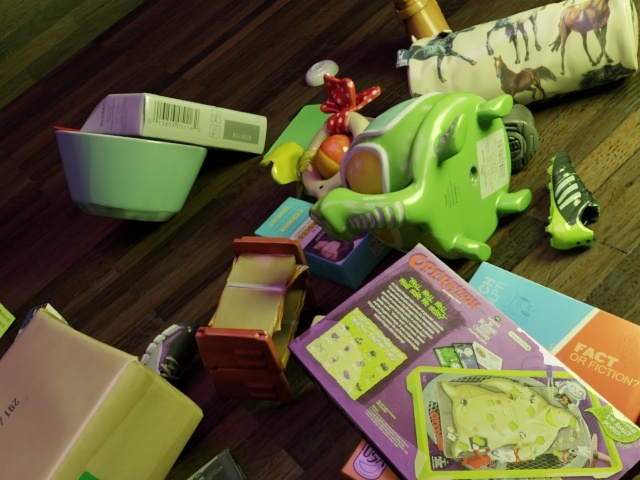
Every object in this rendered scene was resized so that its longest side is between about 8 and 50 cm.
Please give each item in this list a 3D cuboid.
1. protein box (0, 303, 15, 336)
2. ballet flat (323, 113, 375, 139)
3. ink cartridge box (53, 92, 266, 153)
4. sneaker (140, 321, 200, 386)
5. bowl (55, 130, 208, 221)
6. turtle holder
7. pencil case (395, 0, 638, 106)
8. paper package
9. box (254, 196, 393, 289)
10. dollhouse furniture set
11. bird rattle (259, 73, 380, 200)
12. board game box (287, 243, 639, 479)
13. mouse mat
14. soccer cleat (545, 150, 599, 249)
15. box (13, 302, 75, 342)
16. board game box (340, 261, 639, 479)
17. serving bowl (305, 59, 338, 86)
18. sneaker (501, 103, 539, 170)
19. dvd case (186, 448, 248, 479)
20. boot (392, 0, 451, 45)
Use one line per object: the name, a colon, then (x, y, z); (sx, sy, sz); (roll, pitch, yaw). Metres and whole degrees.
protein box: (-0.781, 0.172, 1.674); (0.135, 0.200, 0.201); (-4, 43, 35)
ballet flat: (0.103, -0.199, 1.556); (0.079, 0.077, 0.221); (-30, 34, -30)
ink cartridge box: (-0.355, -0.257, 1.798); (0.385, 0.308, 0.091); (12, 97, 45)
sneaker: (-0.246, 0.241, 1.279); (0.229, 0.086, 0.132); (-48, 41, -4)
bowl: (-0.395, -0.129, 1.705); (0.311, 0.311, 0.163); (10, 94, 45)
turtle holder: (0.142, -0.074, 1.205); (0.227, 0.243, 0.320); (6, 54, 39)
pencil case: (0.342, -0.320, 1.408); (0.410, 0.184, 0.160); (-13, -3, 28)
paper package: (-0.366, 0.291, 1.126); (0.309, 0.168, 0.325); (12, 62, 47)
box: (0.000, 0.000, 1.388); (0.100, 0.060, 0.244); (-47, 36, -20)
dollhouse furniture set: (0.030, 0.121, 1.175); (0.373, 0.152, 0.201); (2, 44, 17)
bird rattle: (0.032, -0.163, 1.464); (0.253, 0.143, 0.207); (-44, 41, 11)
board game box: (0.146, 0.168, 0.875); (0.208, 0.056, 0.347); (-38, 53, -11)
mouse mat: (-0.026, -0.231, 1.746); (0.152, 0.007, 0.190); (5, 50, 42)
soccer cleat: (0.362, -0.059, 1.182); (0.072, 0.060, 0.179); (-5, 49, 21)
box: (-0.454, 0.242, 1.362); (0.044, 0.159, 0.233); (-19, 37, 22)
board game box: (0.209, 0.196, 0.908); (0.242, 0.064, 0.316); (24, 61, 29)
serving bowl: (0.000, -0.393, 1.907); (0.083, 0.027, 0.083); (-21, 35, 16)
sneaker: (0.227, -0.158, 1.387); (0.286, 0.109, 0.130); (-8, 30, 23)
dvd case: (-0.186, 0.388, 1.052); (0.238, 0.030, 0.179); (-39, 23, -8)
boot: (0.207, -0.434, 1.620); (0.109, 0.220, 0.283); (-22, 36, 15)
